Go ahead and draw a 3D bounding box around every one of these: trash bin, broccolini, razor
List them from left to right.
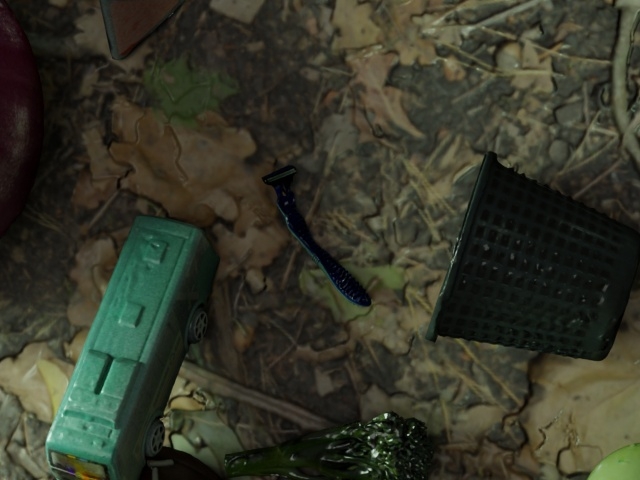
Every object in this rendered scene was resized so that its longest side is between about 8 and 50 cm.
[{"bbox_3d":[-0.003,0.002,1.801,0.028,0.044,0.154,-40,82,42],"label":"razor"},{"bbox_3d":[0.010,0.196,1.789,0.202,0.068,0.091,2,120,24],"label":"broccolini"},{"bbox_3d":[0.192,0.025,1.686,0.161,0.175,0.175,16,94,4],"label":"trash bin"}]

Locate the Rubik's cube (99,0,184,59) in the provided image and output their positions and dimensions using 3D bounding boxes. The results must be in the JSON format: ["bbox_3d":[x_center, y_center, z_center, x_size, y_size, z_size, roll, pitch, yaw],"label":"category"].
[{"bbox_3d":[-0.156,-0.341,1.780,0.233,0.229,0.228,43,147,-24],"label":"Rubik's cube"}]

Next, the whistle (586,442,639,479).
[{"bbox_3d":[0.285,0.291,1.693,0.141,0.141,0.294,13,125,14],"label":"whistle"}]

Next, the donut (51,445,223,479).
[{"bbox_3d":[-0.177,0.323,1.810,0.270,0.103,0.269,0,89,13],"label":"donut"}]

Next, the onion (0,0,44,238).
[{"bbox_3d":[-0.431,-0.128,1.778,0.358,0.345,0.358,3,60,-5],"label":"onion"}]

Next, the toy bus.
[{"bbox_3d":[-0.173,0.107,1.772,0.091,0.109,0.261,11,65,15],"label":"toy bus"}]
